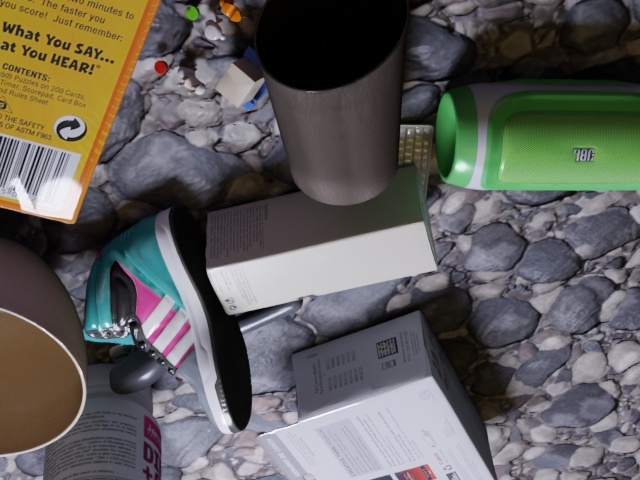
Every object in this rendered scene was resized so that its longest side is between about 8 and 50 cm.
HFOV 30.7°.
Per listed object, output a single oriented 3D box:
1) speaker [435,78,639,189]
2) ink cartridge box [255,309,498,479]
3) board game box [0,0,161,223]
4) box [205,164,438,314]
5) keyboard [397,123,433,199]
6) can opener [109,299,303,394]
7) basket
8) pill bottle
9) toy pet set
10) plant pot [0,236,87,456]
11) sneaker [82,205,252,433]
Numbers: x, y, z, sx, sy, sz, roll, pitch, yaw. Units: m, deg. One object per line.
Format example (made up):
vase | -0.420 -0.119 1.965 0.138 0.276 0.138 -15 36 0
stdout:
speaker | 0.292 -0.122 1.378 0.297 0.131 0.131 0 133 -8
ink cartridge box | 0.082 0.280 1.721 0.272 0.130 0.309 -20 132 12
board game box | -0.319 -0.293 0.969 0.357 0.356 0.356 15 129 -20
box | 0.000 0.000 1.452 0.275 0.113 0.094 -11 134 8
keyboard | 0.098 -0.047 1.496 0.072 0.014 0.256 -3 133 -5
can opener | -0.157 0.132 1.571 0.283 0.095 0.076 -24 132 14
basket | 0.020 -0.158 1.281 0.154 0.204 0.227 12 146 14
pill bottle | -0.297 0.316 1.593 0.160 0.283 0.160 -4 133 -4
toy pet set | -0.103 -0.209 1.300 0.114 0.065 0.122 41 119 4
plant pot | -0.416 0.103 1.433 0.284 0.191 0.284 0 133 0
sneaker | -0.209 0.119 1.481 0.178 0.124 0.295 -16 95 19
